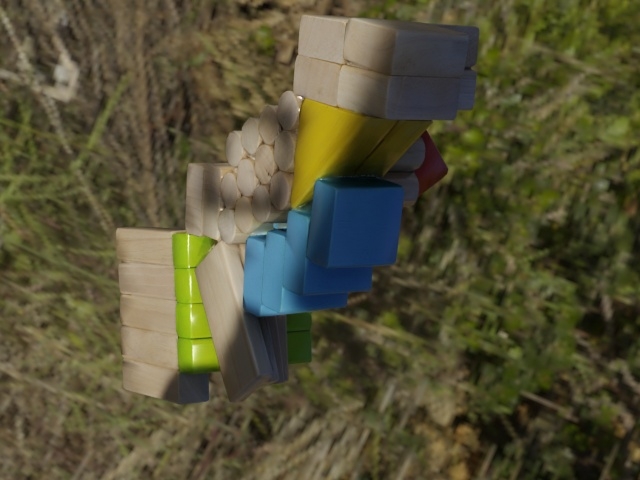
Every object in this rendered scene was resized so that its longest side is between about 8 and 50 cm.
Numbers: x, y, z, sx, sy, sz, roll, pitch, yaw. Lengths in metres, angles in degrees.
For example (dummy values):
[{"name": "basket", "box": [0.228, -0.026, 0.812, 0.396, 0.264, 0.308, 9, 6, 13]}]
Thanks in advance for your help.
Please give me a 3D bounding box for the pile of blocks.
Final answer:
[{"name": "pile of blocks", "box": [0.000, 0.000, 0.753, 0.112, 0.362, 0.149, -3, 67, -32]}]
